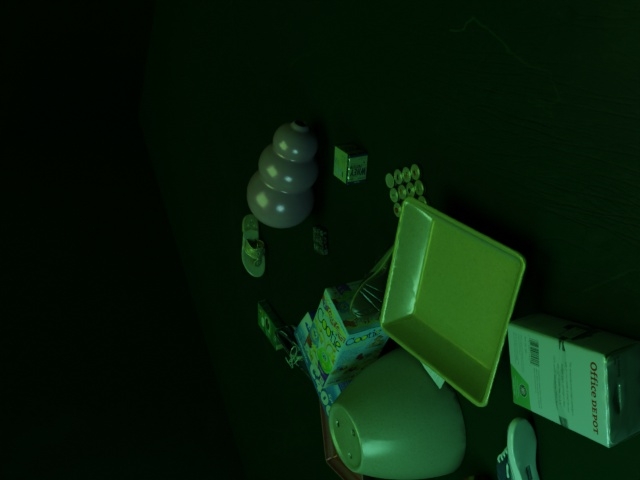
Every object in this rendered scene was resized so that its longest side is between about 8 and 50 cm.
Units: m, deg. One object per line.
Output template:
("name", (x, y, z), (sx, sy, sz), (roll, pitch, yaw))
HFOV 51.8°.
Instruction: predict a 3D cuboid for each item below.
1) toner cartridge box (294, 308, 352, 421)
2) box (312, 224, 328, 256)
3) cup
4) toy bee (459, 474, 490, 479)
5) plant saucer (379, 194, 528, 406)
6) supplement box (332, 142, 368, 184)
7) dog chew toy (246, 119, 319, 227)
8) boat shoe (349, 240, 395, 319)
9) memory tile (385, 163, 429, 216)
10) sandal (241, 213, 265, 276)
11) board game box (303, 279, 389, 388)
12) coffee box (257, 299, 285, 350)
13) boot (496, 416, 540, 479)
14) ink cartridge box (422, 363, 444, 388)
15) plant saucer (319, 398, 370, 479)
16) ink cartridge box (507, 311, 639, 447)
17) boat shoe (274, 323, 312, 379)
("toner cartridge box", (0.033, 0.387, 1.933), (0.347, 0.075, 0.165), (66, 152, 22))
("box", (0.000, 0.000, 2.010), (0.067, 0.018, 0.083), (27, 125, 59))
("cup", (0.161, 0.447, 1.623), (0.331, 0.237, 0.331), (38, 133, 55))
("toy bee", (0.303, 0.678, 1.481), (0.195, 0.162, 0.298), (42, -130, -68))
("plant saucer", (0.276, 0.111, 1.348), (0.333, 0.081, 0.332), (35, 124, 47))
("supplement box", (0.076, -0.200, 1.712), (0.083, 0.056, 0.083), (44, 139, 51))
("dog chew toy", (-0.096, -0.199, 1.928), (0.206, 0.207, 0.331), (55, 139, 39))
("boat shoe", (0.147, 0.090, 1.578), (0.080, 0.223, 0.073), (36, 180, -13))
("memory tile", (0.201, -0.115, 1.540), (0.148, 0.012, 0.113), (-12, 90, 66))
("sandal", (-0.248, 0.020, 2.462), (0.079, 0.088, 0.240), (174, 89, -71))
("board game box", (0.071, 0.242, 1.705), (0.142, 0.144, 0.275), (63, 151, 31))
("coffee box", (-0.189, 0.325, 2.533), (0.184, 0.040, 0.113), (45, 140, 50))
("boot", (0.388, 0.439, 1.334), (0.086, 0.069, 0.190), (8, 110, 61))
("ink cartridge box", (0.257, 0.201, 1.533), (0.224, 0.056, 0.181), (52, 145, 34))
("plant saucer", (0.083, 0.647, 2.102), (0.258, 0.048, 0.259), (22, 120, 61))
("ink cartridge box", (0.430, 0.228, 1.121), (0.219, 0.093, 0.160), (16, 116, 62))
("boat shoe", (-0.080, 0.392, 2.288), (0.254, 0.079, 0.095), (56, 147, 38))
